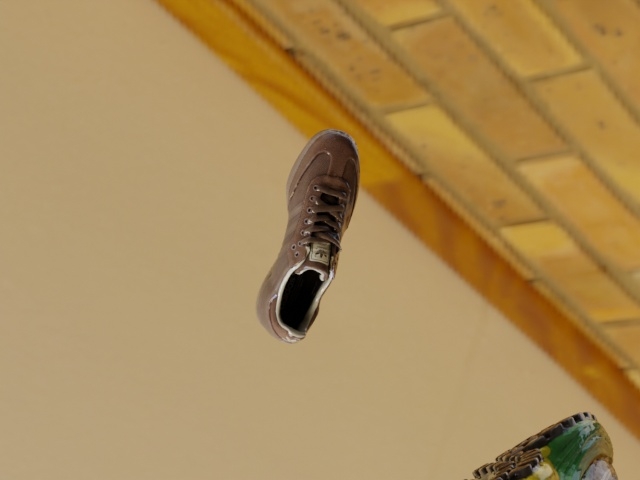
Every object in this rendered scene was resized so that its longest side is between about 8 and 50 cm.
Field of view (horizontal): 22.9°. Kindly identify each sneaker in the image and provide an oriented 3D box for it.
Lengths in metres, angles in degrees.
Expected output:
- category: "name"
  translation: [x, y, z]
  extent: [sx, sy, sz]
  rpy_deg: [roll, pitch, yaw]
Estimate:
- category: "sneaker"
  translation: [0.145, 0.213, 1.047]
  extent: [0.146, 0.134, 0.343]
  rpy_deg: [58, -163, 6]
- category: "sneaker"
  translation: [0.000, 0.000, 1.360]
  extent: [0.066, 0.071, 0.188]
  rpy_deg: [13, -81, -23]
